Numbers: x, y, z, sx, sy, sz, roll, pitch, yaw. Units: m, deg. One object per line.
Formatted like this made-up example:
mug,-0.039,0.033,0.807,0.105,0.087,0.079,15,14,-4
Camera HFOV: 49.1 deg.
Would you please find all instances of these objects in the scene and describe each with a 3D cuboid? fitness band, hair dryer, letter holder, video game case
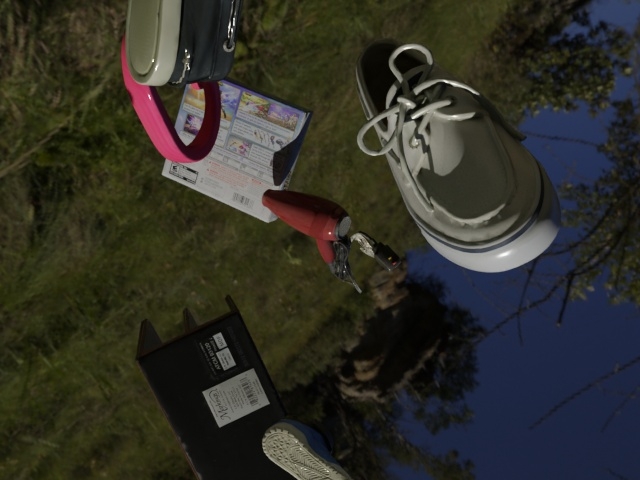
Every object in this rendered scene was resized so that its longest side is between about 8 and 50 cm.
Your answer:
fitness band,-0.250,-0.269,1.221,0.054,0.291,0.209,2,-128,18
hair dryer,0.000,0.000,1.396,0.080,0.293,0.223,-51,-173,-32
letter holder,-0.143,0.242,1.066,0.152,0.301,0.214,-25,-166,-8
video game case,-0.177,-0.203,1.469,0.270,0.244,0.061,24,-161,13

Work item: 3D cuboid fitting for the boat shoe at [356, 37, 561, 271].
boat shoe,0.109,-0.123,0.712,0.136,0.156,0.367,-34,-144,14

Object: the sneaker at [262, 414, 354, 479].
sneaker,0.005,0.253,0.772,0.058,0.152,0.084,-50,171,8

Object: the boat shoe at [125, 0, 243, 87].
boat shoe,-0.093,-0.306,0.649,0.113,0.340,0.127,0,-161,-37
